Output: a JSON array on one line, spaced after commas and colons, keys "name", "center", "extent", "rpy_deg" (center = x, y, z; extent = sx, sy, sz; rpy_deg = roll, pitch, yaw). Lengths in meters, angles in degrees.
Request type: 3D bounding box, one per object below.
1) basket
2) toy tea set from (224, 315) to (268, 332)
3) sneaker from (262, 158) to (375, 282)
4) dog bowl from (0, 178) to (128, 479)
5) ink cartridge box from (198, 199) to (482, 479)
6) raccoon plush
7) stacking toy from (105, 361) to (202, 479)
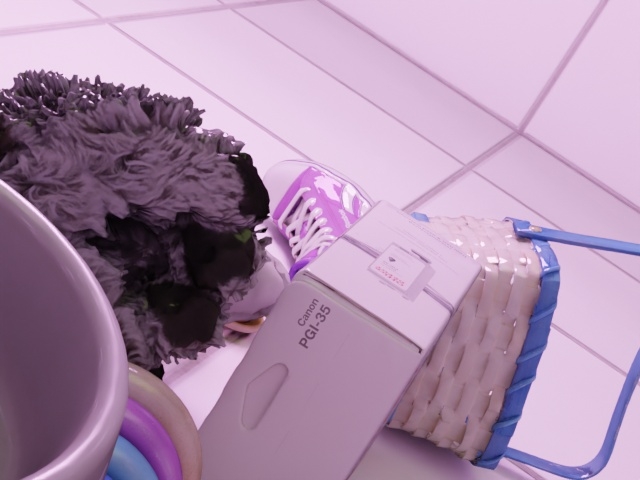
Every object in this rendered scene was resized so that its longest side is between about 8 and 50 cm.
[{"name": "basket", "center": [0.185, 0.094, 1.506], "extent": [0.289, 0.254, 0.201], "rpy_deg": [17, 18, -8]}, {"name": "toy tea set", "center": [-0.172, -0.047, 1.497], "extent": [0.336, 0.124, 0.200], "rpy_deg": [41, 20, 25]}, {"name": "sneaker", "center": [0.001, -0.001, 1.705], "extent": [0.161, 0.102, 0.282], "rpy_deg": [2, 34, -51]}, {"name": "dog bowl", "center": [-0.255, 0.054, 0.791], "extent": [0.349, 0.102, 0.348], "rpy_deg": [26, 31, -17]}, {"name": "ink cartridge box", "center": [0.016, 0.103, 1.280], "extent": [0.117, 0.207, 0.283], "rpy_deg": [33, 18, 6]}, {"name": "raccoon plush", "center": [-0.208, -0.062, 1.184], "extent": [0.446, 0.216, 0.299], "rpy_deg": [42, -1, -12]}, {"name": "stacking toy", "center": [-0.172, 0.197, 0.893], "extent": [0.141, 0.141, 0.330], "rpy_deg": [31, 25, -3]}]
